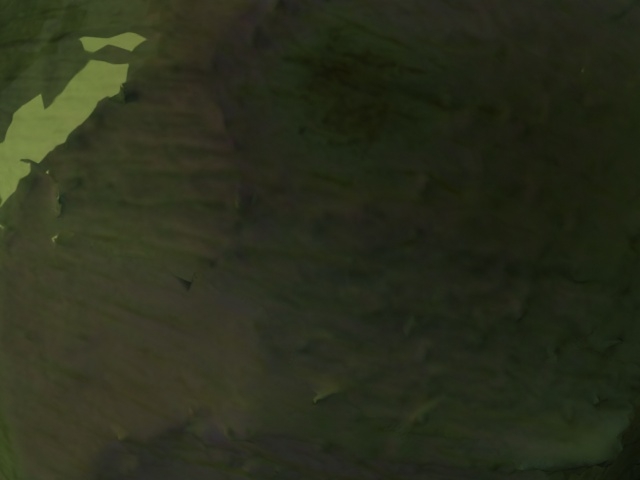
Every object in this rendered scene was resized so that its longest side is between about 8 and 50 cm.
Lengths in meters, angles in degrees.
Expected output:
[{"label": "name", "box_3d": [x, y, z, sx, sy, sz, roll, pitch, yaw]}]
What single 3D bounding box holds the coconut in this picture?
[{"label": "coconut", "box_3d": [-0.033, -0.023, 0.647, 0.404, 0.404, 0.404, -164, 90, -71]}]
